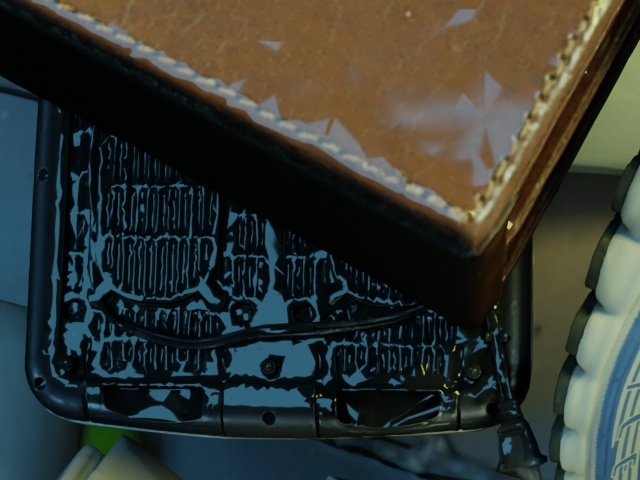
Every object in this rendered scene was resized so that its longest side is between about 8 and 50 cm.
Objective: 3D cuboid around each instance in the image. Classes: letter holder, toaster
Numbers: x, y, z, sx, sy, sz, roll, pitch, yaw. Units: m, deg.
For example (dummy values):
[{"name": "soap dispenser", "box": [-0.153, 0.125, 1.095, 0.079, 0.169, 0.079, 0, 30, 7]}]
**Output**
[{"name": "letter holder", "box": [-0.037, -0.145, 0.499, 0.302, 0.152, 0.214, 29, 84, 9]}, {"name": "toaster", "box": [-0.007, -0.007, 0.607, 0.168, 0.110, 0.186, 0, 82, 7]}]

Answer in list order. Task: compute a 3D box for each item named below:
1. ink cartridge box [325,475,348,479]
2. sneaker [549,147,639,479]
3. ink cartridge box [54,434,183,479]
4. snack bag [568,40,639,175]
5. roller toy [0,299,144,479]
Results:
[{"name": "ink cartridge box", "box": [0.024, 0.115, 0.680, 0.083, 0.048, 0.028, 25, 86, 21]}, {"name": "sneaker", "box": [0.161, -0.004, 0.502, 0.147, 0.330, 0.130, 21, 46, 14]}, {"name": "ink cartridge box", "box": [-0.015, 0.291, 0.523, 0.384, 0.160, 0.279, 40, 93, -1]}, {"name": "snack bag", "box": [0.062, -0.178, 0.635, 0.323, 0.037, 0.343, 3, 112, 5]}, {"name": "roller toy", "box": [-0.192, 0.097, 0.679, 0.209, 0.191, 0.146, 0, 78, 18]}]
